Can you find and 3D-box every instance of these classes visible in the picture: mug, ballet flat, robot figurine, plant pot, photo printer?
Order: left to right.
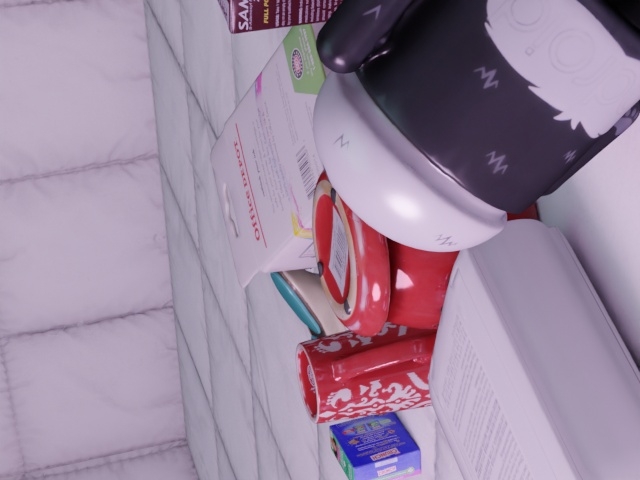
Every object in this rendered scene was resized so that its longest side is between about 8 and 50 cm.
[{"bbox_3d":[0.012,0.103,1.778,0.248,0.086,0.086,64,178,-37],"label":"ballet flat"},{"bbox_3d":[0.065,0.129,1.497,0.150,0.169,0.113,94,161,-47],"label":"mug"},{"bbox_3d":[0.090,-0.007,1.278,0.191,0.174,0.191,172,90,-75],"label":"plant pot"},{"bbox_3d":[0.119,-0.120,0.934,0.209,0.278,0.173,43,-160,-1],"label":"robot figurine"},{"bbox_3d":[0.195,0.174,1.132,0.256,0.107,0.307,95,159,-49],"label":"photo printer"}]

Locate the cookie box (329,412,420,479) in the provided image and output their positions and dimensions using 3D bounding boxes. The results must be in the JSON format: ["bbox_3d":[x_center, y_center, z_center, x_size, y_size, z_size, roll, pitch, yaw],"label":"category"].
[{"bbox_3d":[0.070,0.271,1.755,0.107,0.091,0.040,-127,27,-62],"label":"cookie box"}]

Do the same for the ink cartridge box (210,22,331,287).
[{"bbox_3d":[-0.009,-0.095,1.592,0.353,0.119,0.207,-44,56,58],"label":"ink cartridge box"}]

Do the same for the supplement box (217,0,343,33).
[{"bbox_3d":[0.018,-0.266,1.240,0.130,0.239,0.073,-114,19,-44],"label":"supplement box"}]
